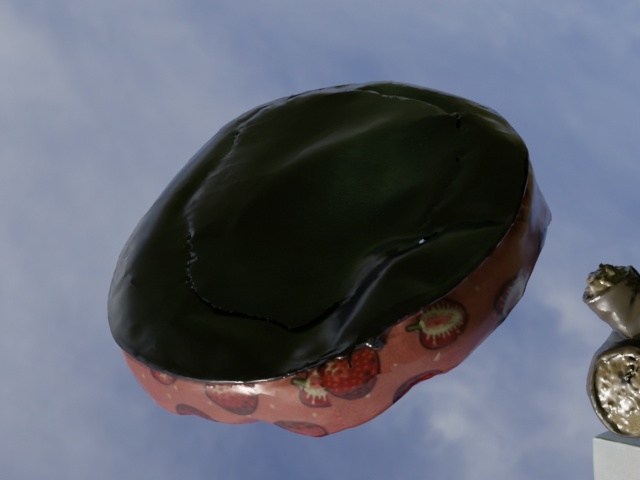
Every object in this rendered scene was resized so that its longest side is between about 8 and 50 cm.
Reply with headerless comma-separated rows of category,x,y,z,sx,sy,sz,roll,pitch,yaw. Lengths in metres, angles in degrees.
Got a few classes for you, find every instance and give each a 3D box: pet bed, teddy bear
pet bed,0.000,0.000,0.550,0.201,0.053,0.201,-18,-145,13
teddy bear,0.204,0.036,0.685,0.119,0.160,0.078,38,-156,-12

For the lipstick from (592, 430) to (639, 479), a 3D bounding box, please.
lipstick,0.370,0.208,0.991,0.076,0.079,0.371,-10,-173,-33
